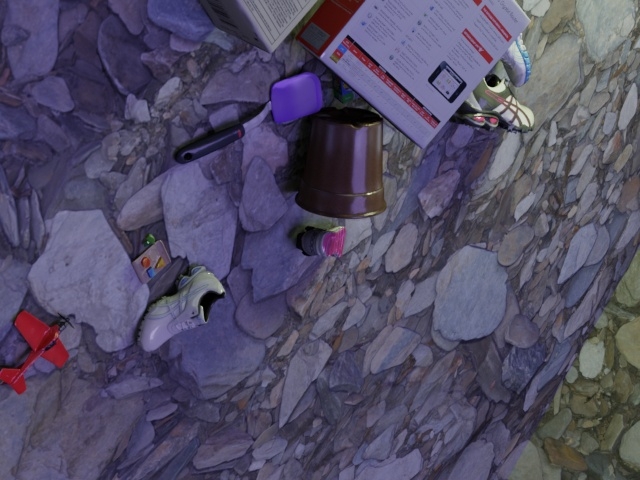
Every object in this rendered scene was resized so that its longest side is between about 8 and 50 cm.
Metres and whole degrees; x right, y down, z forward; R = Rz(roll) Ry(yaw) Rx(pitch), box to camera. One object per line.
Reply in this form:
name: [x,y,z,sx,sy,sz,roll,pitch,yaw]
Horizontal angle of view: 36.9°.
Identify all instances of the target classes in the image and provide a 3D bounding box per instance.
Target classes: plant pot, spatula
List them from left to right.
spatula: [-0.115,-0.195,1.572,0.296,0.030,0.084,-33,137,-31]
plant pot: [0.043,-0.143,1.701,0.167,0.167,0.165,-18,122,-43]

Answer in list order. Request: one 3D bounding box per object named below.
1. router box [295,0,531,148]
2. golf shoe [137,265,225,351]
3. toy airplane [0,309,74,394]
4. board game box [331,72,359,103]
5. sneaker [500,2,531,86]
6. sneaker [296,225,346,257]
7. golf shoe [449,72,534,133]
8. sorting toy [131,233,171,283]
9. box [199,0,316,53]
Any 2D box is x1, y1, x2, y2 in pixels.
router box: [0.167,-0.358,1.633,0.301,0.082,0.335,-50,137,6]
golf shoe: [-0.235,0.126,1.623,0.176,0.086,0.069,-51,146,-8]
toy airplane: [-0.437,0.172,1.461,0.151,0.028,0.151,-32,138,-33]
board game box: [0.110,-0.339,1.693,0.201,0.035,0.136,-26,134,-18]
sneaker: [0.379,-0.398,1.990,0.083,0.071,0.191,-32,124,-17]
sneaker: [0.000,0.000,1.839,0.170,0.074,0.063,-9,107,-73]
golf shoe: [0.387,-0.293,2.050,0.273,0.105,0.120,-4,110,-51]
sorting toy: [-0.277,0.028,1.559,0.062,0.012,0.083,-41,142,-22]
box: [-0.069,-0.414,1.378,0.232,0.127,0.148,-51,144,-10]
